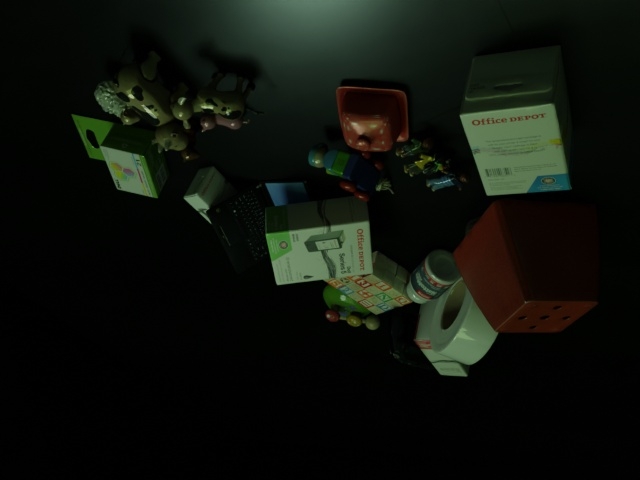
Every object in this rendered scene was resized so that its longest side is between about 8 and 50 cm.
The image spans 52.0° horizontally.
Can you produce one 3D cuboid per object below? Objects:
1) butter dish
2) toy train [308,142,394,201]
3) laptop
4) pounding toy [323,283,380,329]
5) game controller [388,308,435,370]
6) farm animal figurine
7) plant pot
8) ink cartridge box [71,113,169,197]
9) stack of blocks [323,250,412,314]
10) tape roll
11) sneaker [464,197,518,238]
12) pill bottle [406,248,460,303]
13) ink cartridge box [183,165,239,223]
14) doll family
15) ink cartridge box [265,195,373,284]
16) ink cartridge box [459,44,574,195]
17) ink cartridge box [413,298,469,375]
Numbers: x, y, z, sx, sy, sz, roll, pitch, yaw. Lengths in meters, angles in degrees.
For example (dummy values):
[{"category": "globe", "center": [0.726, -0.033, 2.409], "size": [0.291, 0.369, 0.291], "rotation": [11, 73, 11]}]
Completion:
[{"category": "butter dish", "center": [0.106, -0.248, 1.446], "size": [0.160, 0.118, 0.160], "rotation": [8, 146, 16]}, {"category": "toy train", "center": [0.079, -0.165, 1.621], "size": [0.143, 0.105, 0.248], "rotation": [24, 179, 28]}, {"category": "laptop", "center": [-0.141, -0.032, 1.827], "size": [0.136, 0.264, 0.234], "rotation": [41, 158, 53]}, {"category": "pounding toy", "center": [0.093, 0.247, 2.200], "size": [0.182, 0.110, 0.237], "rotation": [2, 144, 24]}, {"category": "game controller", "center": [0.296, 0.318, 2.082], "size": [0.067, 0.167, 0.319], "rotation": [-23, 154, 24]}, {"category": "farm animal figurine", "center": [-0.348, -0.306, 1.536], "size": [0.326, 0.172, 0.330], "rotation": [34, 144, -23]}, {"category": "plant pot", "center": [0.502, 0.077, 1.553], "size": [0.267, 0.236, 0.267], "rotation": [2, 149, -12]}, {"category": "ink cartridge box", "center": [-0.570, -0.233, 1.828], "size": [0.255, 0.097, 0.189], "rotation": [12, 147, 8]}, {"category": "stack of blocks", "center": [0.126, 0.100, 1.985], "size": [0.297, 0.087, 0.171], "rotation": [34, 144, -22]}, {"category": "tape roll", "center": [0.406, 0.193, 1.801], "size": [0.100, 0.286, 0.286], "rotation": [21, 148, -6]}, {"category": "sneaker", "center": [0.432, -0.038, 1.639], "size": [0.066, 0.071, 0.188], "rotation": [27, 147, -13]}, {"category": "pill bottle", "center": [0.318, 0.111, 1.885], "size": [0.107, 0.108, 0.180], "rotation": [22, 147, -5]}, {"category": "ink cartridge box", "center": [-0.298, -0.120, 1.847], "size": [0.063, 0.109, 0.150], "rotation": [-5, 141, 39]}, {"category": "doll family", "center": [0.267, -0.173, 1.515], "size": [0.193, 0.076, 0.111], "rotation": [21, 154, -40]}, {"category": "ink cartridge box", "center": [0.000, 0.000, 1.768], "size": [0.272, 0.115, 0.199], "rotation": [-7, 133, 2]}, {"category": "ink cartridge box", "center": [0.392, -0.229, 1.283], "size": [0.171, 0.168, 0.233], "rotation": [-1, 143, 27]}, {"category": "ink cartridge box", "center": [0.394, 0.298, 2.067], "size": [0.100, 0.172, 0.237], "rotation": [-5, 141, 32]}]
